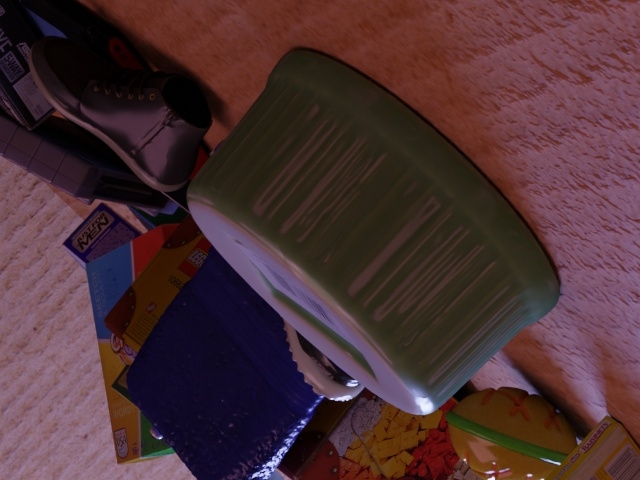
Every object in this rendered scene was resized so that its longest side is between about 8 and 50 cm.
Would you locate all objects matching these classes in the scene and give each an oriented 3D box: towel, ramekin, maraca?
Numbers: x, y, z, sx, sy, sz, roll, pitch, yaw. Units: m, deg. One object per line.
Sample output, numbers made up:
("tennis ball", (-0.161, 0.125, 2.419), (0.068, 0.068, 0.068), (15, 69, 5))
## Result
("towel", (-0.069, 0.115, 1.840), (0.228, 0.308, 0.076), (48, -156, 27))
("ramekin", (0.033, 0.003, 1.371), (0.303, 0.148, 0.303), (42, 170, 9))
("maraca", (0.213, 0.206, 1.694), (0.185, 0.099, 0.127), (19, -176, -13))

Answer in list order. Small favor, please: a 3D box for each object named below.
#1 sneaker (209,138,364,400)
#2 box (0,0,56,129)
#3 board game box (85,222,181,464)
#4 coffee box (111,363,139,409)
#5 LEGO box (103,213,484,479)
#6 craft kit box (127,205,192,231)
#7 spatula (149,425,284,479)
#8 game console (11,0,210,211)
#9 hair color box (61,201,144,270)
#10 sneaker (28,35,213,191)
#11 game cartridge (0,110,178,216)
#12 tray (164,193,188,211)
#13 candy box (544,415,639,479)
("sneaker", (0.001, 0.000, 1.669), (0.146, 0.102, 0.293), (-43, 71, 44))
("box", (-0.451, -0.296, 2.016), (0.242, 0.076, 0.307), (32, 160, 46))
("board game box", (-0.243, 0.157, 2.488), (0.242, 0.064, 0.317), (-25, 73, 51))
("coffee box", (-0.189, 0.232, 2.200), (0.113, 0.040, 0.184), (33, 172, 30))
("LEGO box", (0.004, 0.211, 2.145), (0.372, 0.193, 0.500), (43, 173, -38))
("craft kit box", (-0.161, 0.045, 2.603), (0.250, 0.061, 0.247), (35, 165, 39))
("spatula", (-0.122, 0.253, 2.000), (0.168, 0.019, 0.242), (43, -174, 4))
("game console", (-0.289, -0.201, 2.048), (0.386, 0.060, 0.342), (34, 167, 38))
("hair color box", (-0.250, 0.093, 2.706), (0.339, 0.110, 0.185), (38, 170, 39))
("sneaker", (-0.205, -0.163, 1.771), (0.222, 0.083, 0.118), (40, 138, 4))
("game cartridge", (-0.338, -0.112, 2.216), (0.230, 0.068, 0.355), (25, -176, 15))
("tray", (-0.101, -0.010, 2.145), (0.145, 0.030, 0.270), (38, 175, -35))
("candy box", (0.289, 0.265, 1.599), (0.206, 0.105, 0.027), (50, 173, -34))
